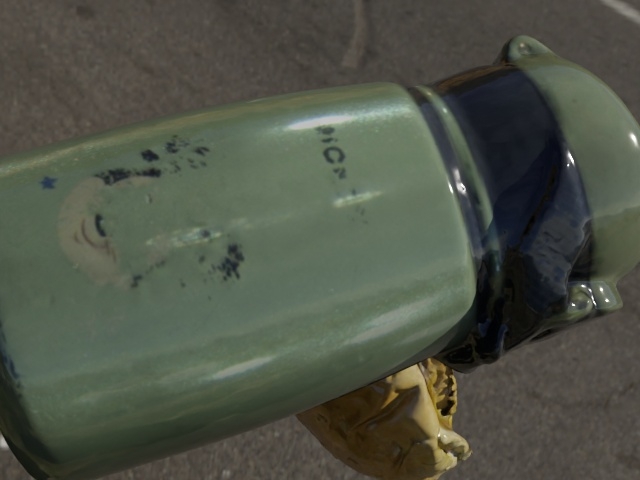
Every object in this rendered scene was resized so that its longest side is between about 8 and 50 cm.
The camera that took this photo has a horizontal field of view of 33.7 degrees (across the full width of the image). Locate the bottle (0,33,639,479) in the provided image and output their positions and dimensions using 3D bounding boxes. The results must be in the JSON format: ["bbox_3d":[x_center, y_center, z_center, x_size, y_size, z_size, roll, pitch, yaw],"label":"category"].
[{"bbox_3d":[0.001,0.002,0.541,0.347,0.168,0.168,-15,43,-7],"label":"bottle"}]

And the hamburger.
[{"bbox_3d":[0.023,0.090,0.781,0.135,0.155,0.207,-24,78,-7],"label":"hamburger"}]
